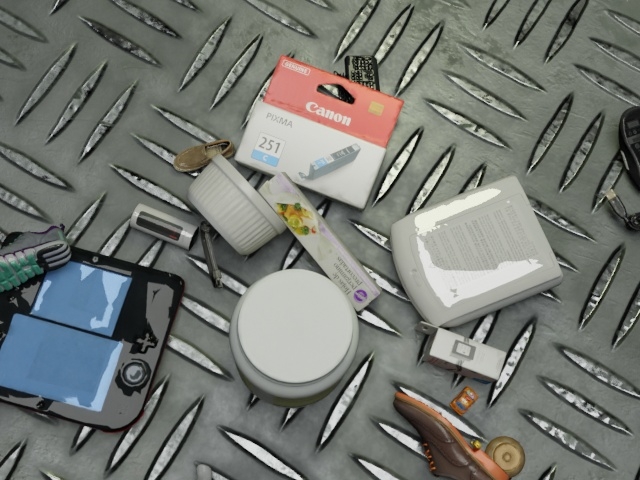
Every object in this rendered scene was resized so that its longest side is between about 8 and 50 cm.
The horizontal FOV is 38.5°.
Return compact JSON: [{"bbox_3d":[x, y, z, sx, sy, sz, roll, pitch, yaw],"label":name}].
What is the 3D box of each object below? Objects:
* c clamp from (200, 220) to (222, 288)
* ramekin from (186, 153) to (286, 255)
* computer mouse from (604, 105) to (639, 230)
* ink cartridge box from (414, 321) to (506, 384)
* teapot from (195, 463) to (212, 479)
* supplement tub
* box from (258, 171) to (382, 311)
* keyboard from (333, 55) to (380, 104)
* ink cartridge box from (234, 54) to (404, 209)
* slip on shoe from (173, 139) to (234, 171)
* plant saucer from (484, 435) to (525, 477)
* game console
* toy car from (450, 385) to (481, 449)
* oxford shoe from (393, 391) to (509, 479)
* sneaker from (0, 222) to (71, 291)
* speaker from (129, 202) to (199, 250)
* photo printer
[{"bbox_3d":[-0.220,0.028,1.853,0.022,0.137,0.161,-13,70,-12],"label":"c clamp"},{"bbox_3d":[-0.176,-0.065,1.849,0.109,0.207,0.207,-42,81,-3],"label":"ramekin"},{"bbox_3d":[0.678,-0.148,1.986,0.184,0.060,0.262,-24,89,-13],"label":"computer mouse"},{"bbox_3d":[0.269,0.227,1.839,0.180,0.104,0.060,20,76,3],"label":"ink cartridge box"},{"bbox_3d":[-0.195,0.592,1.685,0.252,0.187,0.256,25,101,23],"label":"teapot"},{"bbox_3d":[-0.051,0.186,1.719,0.235,0.325,0.235,1,75,-3],"label":"supplement tub"},{"bbox_3d":[0.000,0.000,1.877,0.063,0.067,0.324,-40,89,10],"label":"box"},{"bbox_3d":[0.084,-0.321,2.011,0.100,0.038,0.192,-4,74,-4],"label":"keyboard"},{"bbox_3d":[0.001,-0.235,1.948,0.296,0.066,0.261,21,86,2],"label":"ink cartridge box"},{"bbox_3d":[-0.249,-0.183,1.954,0.135,0.041,0.051,-14,76,-6],"label":"slip on shoe"},{"bbox_3d":[0.371,0.434,1.835,0.083,0.015,0.083,1,75,-2],"label":"plant saucer"},{"bbox_3d":[-0.501,0.182,1.836,0.386,0.060,0.342,16,75,1],"label":"game console"},{"bbox_3d":[0.310,0.354,1.840,0.060,0.040,0.122,-26,77,-9],"label":"toy car"},{"bbox_3d":[0.235,0.405,1.792,0.271,0.097,0.098,40,83,15],"label":"oxford shoe"},{"bbox_3d":[-0.611,0.034,1.835,0.223,0.083,0.098,-16,43,-7],"label":"sneaker"},{"bbox_3d":[-0.322,-0.028,1.903,0.136,0.055,0.055,22,75,3],"label":"speaker"},{"bbox_3d":[0.309,0.030,1.892,0.307,0.107,0.256,-22,77,-8],"label":"photo printer"}]
